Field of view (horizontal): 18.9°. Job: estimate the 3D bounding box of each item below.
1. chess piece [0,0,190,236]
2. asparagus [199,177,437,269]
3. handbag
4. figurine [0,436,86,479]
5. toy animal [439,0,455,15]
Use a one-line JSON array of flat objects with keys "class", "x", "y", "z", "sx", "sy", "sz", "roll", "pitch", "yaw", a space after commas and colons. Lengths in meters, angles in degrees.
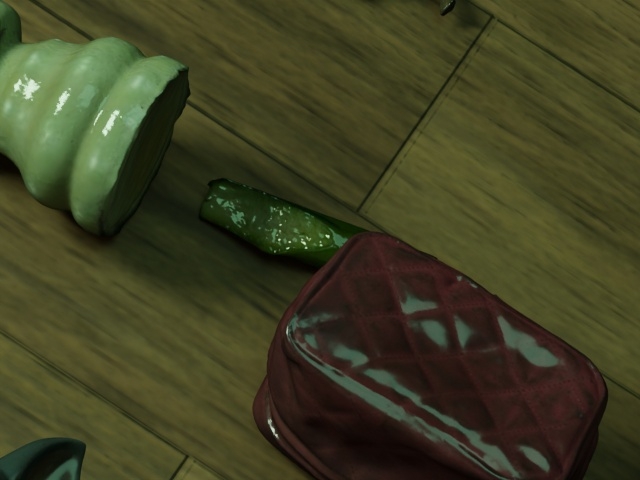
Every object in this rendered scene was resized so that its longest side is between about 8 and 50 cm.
[{"class": "chess piece", "x": -0.225, "y": -0.110, "z": 1.317, "sx": 0.243, "sy": 0.133, "sz": 0.133, "roll": 25, "pitch": 53, "yaw": 5}, {"class": "asparagus", "x": 0.000, "y": 0.000, "z": 1.371, "sx": 0.178, "sy": 0.041, "sz": 0.045, "roll": 21, "pitch": 45, "yaw": -6}, {"class": "handbag", "x": 0.070, "y": 0.108, "z": 1.272, "sx": 0.225, "sy": 0.135, "sz": 0.146, "roll": 31, "pitch": 53, "yaw": 6}, {"class": "figurine", "x": -0.205, "y": 0.224, "z": 1.089, "sx": 0.193, "sy": 0.140, "sz": 0.265, "roll": -15, "pitch": 76, "yaw": -3}, {"class": "toy animal", "x": 0.051, "y": -0.263, "z": 1.543, "sx": 0.186, "sy": 0.094, "sz": 0.214, "roll": 43, "pitch": 46, "yaw": 4}]
